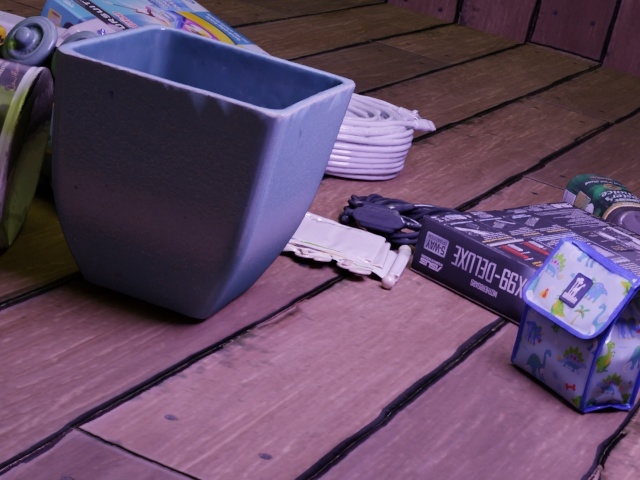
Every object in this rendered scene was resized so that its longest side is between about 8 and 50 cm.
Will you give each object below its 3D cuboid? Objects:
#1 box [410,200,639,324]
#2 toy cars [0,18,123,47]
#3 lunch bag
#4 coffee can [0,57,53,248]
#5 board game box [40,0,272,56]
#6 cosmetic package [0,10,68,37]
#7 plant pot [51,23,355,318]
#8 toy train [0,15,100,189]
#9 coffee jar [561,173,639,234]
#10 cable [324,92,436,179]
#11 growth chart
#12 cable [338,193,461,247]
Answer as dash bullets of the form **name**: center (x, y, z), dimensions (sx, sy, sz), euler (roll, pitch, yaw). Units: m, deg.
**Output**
- **box**: center (0.304, 0.034, 1.930), dimensions (0.242, 0.076, 0.307), euler (28, 23, 38)
- **toy cars**: center (-0.398, -0.270, 2.057), dimensions (0.393, 0.087, 0.176), euler (6, 38, -22)
- **lunch bag**: center (0.279, 0.087, 1.623), dimensions (0.096, 0.151, 0.129), euler (1, 22, -34)
- **coffee can**: center (-0.446, -0.119, 1.649), dimensions (0.275, 0.201, 0.201), euler (13, 18, -1)
- **board game box**: center (-0.247, -0.300, 2.460), dimensions (0.254, 0.079, 0.336), euler (37, 26, 22)
- **cosmetic package**: center (-0.466, -0.269, 2.238), dimensions (0.231, 0.117, 0.085), euler (17, 18, 9)
- **plant pot**: center (-0.137, -0.066, 1.626), dimensions (0.248, 0.252, 0.247), euler (18, 19, 14)
- **toy train**: center (-0.295, -0.148, 1.878), dimensions (0.334, 0.190, 0.142), euler (20, -16, 32)
- **coffee jar**: center (0.422, -0.032, 2.211), dimensions (0.096, 0.079, 0.184), euler (7, 19, -18)
- **cable**: center (0.010, -0.167, 2.318), dimensions (0.257, 0.089, 0.257), euler (23, 21, 31)
- **growth chart**: center (0.000, 0.000, 1.904), dimensions (0.237, 0.021, 0.172), euler (18, 19, 15)
- **cable**: center (0.121, -0.024, 2.030), dimensions (0.184, 0.047, 0.150), euler (11, 10, 16)
